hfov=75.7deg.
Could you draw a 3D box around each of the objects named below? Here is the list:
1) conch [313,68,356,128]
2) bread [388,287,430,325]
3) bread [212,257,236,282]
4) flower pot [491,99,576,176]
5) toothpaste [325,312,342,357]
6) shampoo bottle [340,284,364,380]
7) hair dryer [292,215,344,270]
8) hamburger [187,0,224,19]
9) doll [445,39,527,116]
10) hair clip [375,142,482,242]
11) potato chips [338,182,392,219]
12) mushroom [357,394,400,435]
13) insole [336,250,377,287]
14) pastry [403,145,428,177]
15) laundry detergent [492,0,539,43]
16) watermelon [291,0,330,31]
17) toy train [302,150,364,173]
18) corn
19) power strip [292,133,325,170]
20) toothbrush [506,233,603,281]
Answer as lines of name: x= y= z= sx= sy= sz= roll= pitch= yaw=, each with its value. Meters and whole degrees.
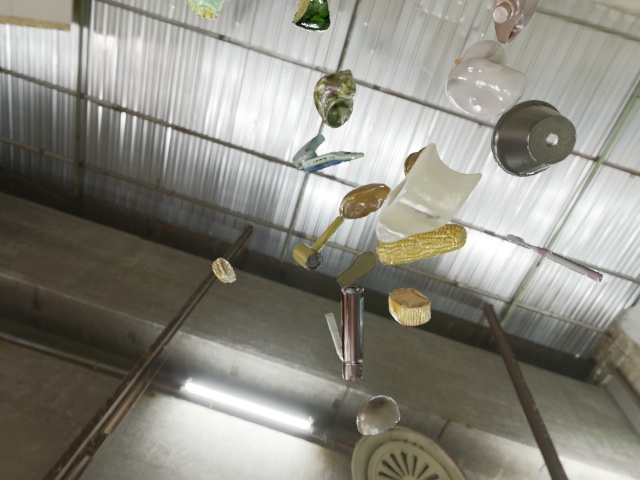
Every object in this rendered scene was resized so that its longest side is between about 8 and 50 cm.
conch: x=0.059 y=-0.526 z=1.499 sx=0.187 sy=0.181 sz=0.124 roll=34 pitch=-151 yaw=-49
bread: x=0.353 y=0.267 z=1.638 sx=0.132 sy=0.114 sz=0.190 roll=-14 pitch=-159 yaw=-15
bread: x=-0.494 y=0.155 z=2.078 sx=0.125 sy=0.082 sz=0.106 roll=59 pitch=-171 yaw=24
flower pot: x=0.741 y=-0.341 z=1.392 sx=0.268 sy=0.269 sz=0.166 roll=14 pitch=-167 yaw=-8
toothpaste: x=0.073 y=0.456 z=1.989 sx=0.052 sy=0.033 sz=0.218 roll=-3 pitch=-112 yaw=-42
shampoo bottle: x=0.113 y=0.328 z=1.457 sx=0.084 sy=0.323 sz=0.129 roll=0 pitch=-172 yaw=8
hair dryer: x=0.000 y=0.000 z=1.858 sx=0.090 sy=0.279 sz=0.135 roll=45 pitch=173 yaw=-38
hamburger: x=-0.348 y=-0.840 z=1.315 sx=0.125 sy=0.214 sz=0.235 roll=14 pitch=-116 yaw=-39
doll: x=0.511 y=-0.506 z=1.262 sx=0.221 sy=0.221 sz=0.251 roll=-8 pitch=-150 yaw=-45
hair clip: x=0.247 y=-0.097 z=1.052 sx=0.172 sy=0.282 sz=0.113 roll=26 pitch=-125 yaw=-21
potato chips: x=0.152 y=-0.149 z=1.463 sx=0.208 sy=0.195 sz=0.062 roll=-27 pitch=-116 yaw=-4
mushroom: x=0.226 y=0.670 z=1.611 sx=0.188 sy=0.117 sz=0.141 roll=-13 pitch=-164 yaw=-38
insole: x=0.153 y=0.114 z=1.651 sx=0.086 sy=0.005 sz=0.253 roll=43 pitch=-132 yaw=12
pastry: x=0.458 y=-0.315 z=1.833 sx=0.188 sy=0.189 sz=0.103 roll=2 pitch=177 yaw=-32
laundry detergent: x=0.516 y=-0.608 z=1.105 sx=0.076 sy=0.171 sz=0.237 roll=26 pitch=-121 yaw=25
watermelon: x=-0.026 y=-0.782 z=1.400 sx=0.123 sy=0.129 sz=0.301 roll=6 pitch=-152 yaw=-15
toy train: x=0.046 y=-0.289 z=1.458 sx=0.233 sy=0.051 sz=0.052 roll=-10 pitch=-161 yaw=33
corn: x=0.308 y=0.009 z=1.295 sx=0.305 sy=0.106 sz=0.106 roll=-16 pitch=176 yaw=44
power strip: x=-0.053 y=-0.339 z=1.625 sx=0.044 sy=0.137 sz=0.216 roll=49 pitch=-147 yaw=-22
toothbrush: x=0.641 y=0.039 z=1.151 sx=0.029 sy=0.024 sz=0.354 roll=5 pitch=-164 yaw=-13
